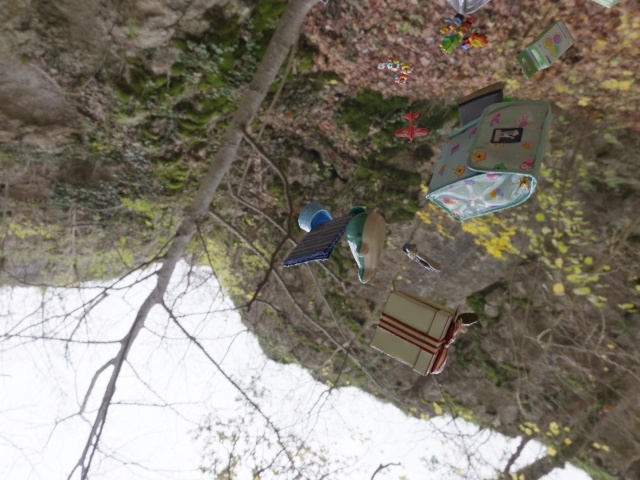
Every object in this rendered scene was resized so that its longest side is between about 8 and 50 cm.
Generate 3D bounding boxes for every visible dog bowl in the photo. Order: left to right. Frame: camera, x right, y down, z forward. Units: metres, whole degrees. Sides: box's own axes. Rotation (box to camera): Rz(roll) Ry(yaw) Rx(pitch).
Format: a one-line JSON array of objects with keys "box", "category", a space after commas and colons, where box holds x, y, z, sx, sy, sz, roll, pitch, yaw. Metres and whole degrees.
[{"box": [0.000, -0.078, 2.137, 0.074, 0.166, 0.297, 35, 167, 41], "category": "dog bowl"}]

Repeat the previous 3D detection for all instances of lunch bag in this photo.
[{"box": [0.401, -0.190, 0.944, 0.160, 0.262, 0.223, 33, -115, -17], "category": "lunch bag"}]

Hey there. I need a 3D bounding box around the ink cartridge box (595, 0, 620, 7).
[{"box": [0.779, -0.783, 1.079, 0.171, 0.056, 0.235, 54, 169, 28], "category": "ink cartridge box"}]

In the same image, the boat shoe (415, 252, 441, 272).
[{"box": [0.469, 0.103, 1.757, 0.125, 0.038, 0.046, 35, -136, 21], "category": "boat shoe"}]

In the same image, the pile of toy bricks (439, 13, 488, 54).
[{"box": [0.438, -0.655, 1.316, 0.118, 0.105, 0.212, 30, -161, -28], "category": "pile of toy bricks"}]

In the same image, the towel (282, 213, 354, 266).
[{"box": [0.000, 0.000, 1.751, 0.040, 0.243, 0.336, 61, -142, -19], "category": "towel"}]

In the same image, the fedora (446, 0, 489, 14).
[{"box": [0.407, -0.701, 1.056, 0.244, 0.275, 0.124, -15, -100, -18], "category": "fedora"}]

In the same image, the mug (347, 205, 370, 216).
[{"box": [0.215, -0.099, 2.194, 0.130, 0.157, 0.097, 26, -177, 42], "category": "mug"}]

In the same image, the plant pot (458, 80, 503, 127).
[{"box": [0.665, -0.524, 1.654, 0.187, 0.167, 0.188, -54, -48, -52], "category": "plant pot"}]

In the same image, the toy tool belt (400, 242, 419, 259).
[{"box": [0.305, 0.029, 1.406, 0.051, 0.052, 0.083, 31, -173, -18], "category": "toy tool belt"}]

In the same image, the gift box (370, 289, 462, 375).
[{"box": [0.382, 0.328, 1.518, 0.258, 0.254, 0.276, 24, -168, 28], "category": "gift box"}]

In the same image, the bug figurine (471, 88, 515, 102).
[{"box": [0.811, -0.612, 1.828, 0.279, 0.072, 0.216, 10, -166, -39], "category": "bug figurine"}]

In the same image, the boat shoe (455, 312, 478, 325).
[{"box": [0.648, 0.370, 1.851, 0.048, 0.153, 0.056, 39, -147, -59], "category": "boat shoe"}]

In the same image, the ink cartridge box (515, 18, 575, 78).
[{"box": [0.881, -0.750, 1.579, 0.109, 0.209, 0.062, 49, 175, -14], "category": "ink cartridge box"}]

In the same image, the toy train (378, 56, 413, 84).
[{"box": [0.343, -0.752, 1.803, 0.167, 0.125, 0.046, 14, -109, -34], "category": "toy train"}]

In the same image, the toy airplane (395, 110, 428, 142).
[{"box": [0.417, -0.525, 1.856, 0.151, 0.151, 0.028, 33, -147, 1], "category": "toy airplane"}]

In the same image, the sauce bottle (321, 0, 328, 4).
[{"box": [-0.027, -0.925, 1.494, 0.128, 0.042, 0.042, 37, -158, 0], "category": "sauce bottle"}]

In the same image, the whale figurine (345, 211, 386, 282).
[{"box": [0.166, 0.022, 1.565, 0.141, 0.271, 0.216, 10, -162, 22], "category": "whale figurine"}]
